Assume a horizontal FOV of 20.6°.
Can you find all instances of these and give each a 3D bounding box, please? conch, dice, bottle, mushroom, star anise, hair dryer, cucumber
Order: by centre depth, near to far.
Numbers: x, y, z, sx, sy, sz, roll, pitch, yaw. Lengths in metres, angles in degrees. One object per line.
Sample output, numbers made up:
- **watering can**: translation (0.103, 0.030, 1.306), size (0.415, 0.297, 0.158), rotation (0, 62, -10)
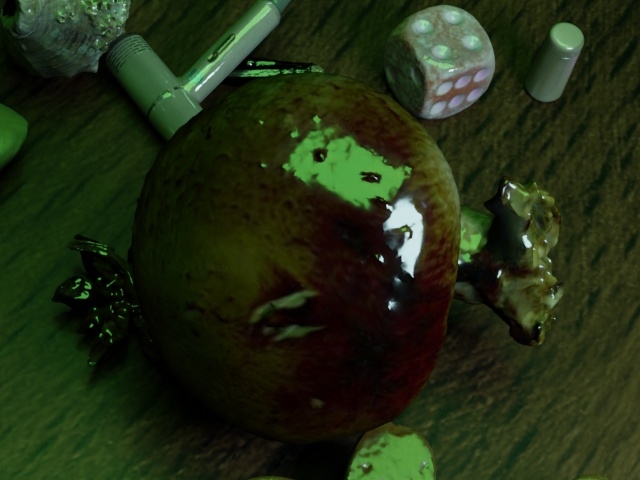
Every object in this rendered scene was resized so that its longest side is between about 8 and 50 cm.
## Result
- **mushroom**: translation (0.015, -0.006, 1.611), size (0.334, 0.331, 0.356), rotation (18, 44, 29)
- **star anise**: translation (-0.182, 0.059, 1.715), size (0.168, 0.057, 0.168), rotation (8, 63, -16)
- **conch**: translation (-0.280, -0.261, 1.792), size (0.163, 0.245, 0.178), rotation (-35, 83, 6)
- **hair dryer**: translation (-0.086, -0.179, 1.862), size (0.220, 0.053, 0.195), rotation (-33, 69, -14)
- **cucumber**: translation (-0.062, -0.179, 1.903), size (0.135, 0.034, 0.033), rotation (3, 77, 1)
- **dice**: translation (0.128, -0.193, 1.916), size (0.093, 0.094, 0.091), rotation (-22, 61, -23)
- **bottle**: translation (0.259, -0.197, 1.943), size (0.045, 0.096, 0.045), rotation (6, 57, -10)

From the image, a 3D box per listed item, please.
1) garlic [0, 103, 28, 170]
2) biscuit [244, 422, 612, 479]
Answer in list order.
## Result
- **garlic**: translation (-0.436, -0.064, 1.721), size (0.318, 0.112, 0.143), rotation (-38, 74, -18)
- **biscuit**: translation (0.082, 0.309, 1.603), size (0.432, 0.064, 0.283), rotation (6, 66, -6)
